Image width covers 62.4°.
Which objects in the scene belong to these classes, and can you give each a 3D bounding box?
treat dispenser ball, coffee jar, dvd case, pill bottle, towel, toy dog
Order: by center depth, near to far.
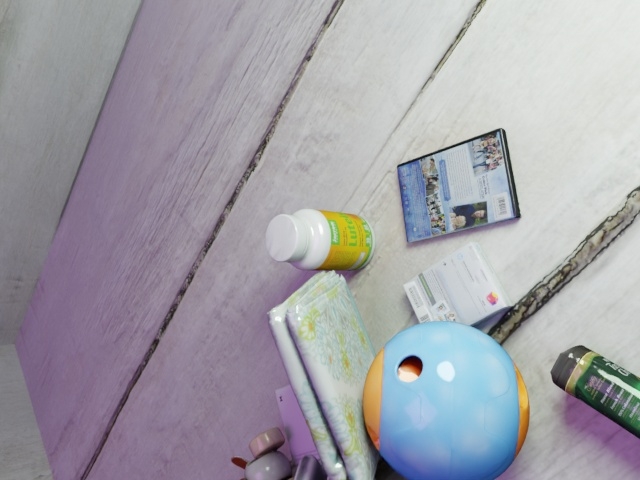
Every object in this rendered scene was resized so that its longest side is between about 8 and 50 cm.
[{"bbox_3d":[0.468,0.241,0.841,0.184,0.096,0.079,32,106,39],"label":"coffee jar"},{"bbox_3d":[0.218,0.289,0.941,0.288,0.288,0.289,-3,85,43],"label":"treat dispenser ball"},{"bbox_3d":[0.033,0.261,1.045,0.090,0.320,0.375,-21,92,19],"label":"towel"},{"bbox_3d":[0.276,-0.107,1.095,0.252,0.022,0.181,-15,76,42],"label":"dvd case"},{"bbox_3d":[0.000,0.000,1.194,0.136,0.245,0.137,-3,86,43],"label":"pill bottle"},{"bbox_3d":[-0.147,0.591,1.262,0.220,0.160,0.334,48,147,46],"label":"toy dog"}]

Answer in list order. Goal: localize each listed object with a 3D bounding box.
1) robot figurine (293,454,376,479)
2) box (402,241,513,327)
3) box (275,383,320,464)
[{"bbox_3d":[0.053,0.594,1.086,0.299,0.200,0.354,-8,120,25],"label":"robot figurine"},{"bbox_3d":[0.272,0.110,1.074,0.186,0.038,0.145,-40,62,35],"label":"box"},{"bbox_3d":[0.009,0.410,1.247,0.181,0.119,0.182,-32,66,38],"label":"box"}]
